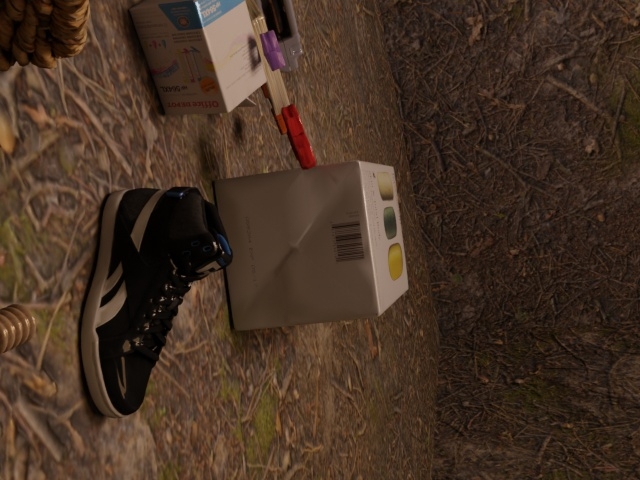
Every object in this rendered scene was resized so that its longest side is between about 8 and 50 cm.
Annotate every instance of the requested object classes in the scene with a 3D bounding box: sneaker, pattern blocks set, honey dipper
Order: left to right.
[{"bbox_3d":[-0.240,0.075,0.503,0.160,0.030,0.031,-37,120,-72],"label":"honey dipper"},{"bbox_3d":[-0.140,0.047,0.714,0.079,0.121,0.217,48,38,-64],"label":"sneaker"},{"bbox_3d":[-0.084,-0.255,1.027,0.325,0.026,0.286,-117,-173,-60],"label":"pattern blocks set"}]

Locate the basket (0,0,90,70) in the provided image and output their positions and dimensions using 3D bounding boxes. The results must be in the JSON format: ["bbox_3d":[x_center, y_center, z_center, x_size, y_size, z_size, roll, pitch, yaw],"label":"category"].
[{"bbox_3d":[-0.193,-0.253,0.445,0.213,0.222,0.299,-5,88,-75],"label":"basket"}]

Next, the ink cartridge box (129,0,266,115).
[{"bbox_3d":[-0.130,-0.206,0.882,0.090,0.092,0.143,-51,135,-46],"label":"ink cartridge box"}]

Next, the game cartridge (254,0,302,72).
[{"bbox_3d":[-0.096,-0.392,1.053,0.297,0.062,0.198,74,-11,-53],"label":"game cartridge"}]

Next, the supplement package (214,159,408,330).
[{"bbox_3d":[0.000,0.000,1.116,0.262,0.198,0.199,-15,97,-75],"label":"supplement package"}]
